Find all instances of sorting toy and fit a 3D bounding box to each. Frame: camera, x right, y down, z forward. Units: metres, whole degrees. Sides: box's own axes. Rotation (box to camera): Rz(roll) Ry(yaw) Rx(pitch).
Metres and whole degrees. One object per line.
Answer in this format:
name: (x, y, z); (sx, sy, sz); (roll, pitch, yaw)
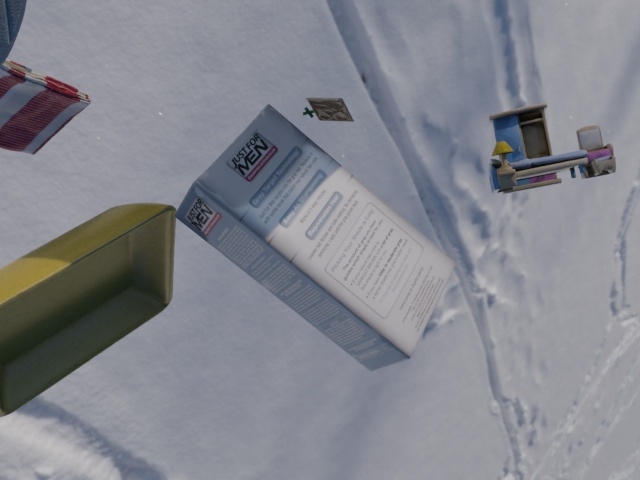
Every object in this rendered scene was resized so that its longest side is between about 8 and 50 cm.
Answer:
sorting toy: (0.003, -0.194, 0.841); (0.062, 0.083, 0.012); (44, 58, -59)

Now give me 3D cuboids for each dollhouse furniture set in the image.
dollhouse furniture set: (0.510, -0.228, 1.275); (0.303, 0.287, 0.198); (-6, 86, -74)

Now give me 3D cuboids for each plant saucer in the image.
plant saucer: (-0.382, 0.092, 0.874); (0.333, 0.081, 0.332); (-36, 162, -31)

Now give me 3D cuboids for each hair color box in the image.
hair color box: (0.000, 0.000, 0.843); (0.374, 0.113, 0.185); (40, 56, -8)

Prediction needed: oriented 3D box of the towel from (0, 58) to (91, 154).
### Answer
towel: (-0.686, -0.283, 1.208); (0.237, 0.037, 0.329); (-32, 160, 21)

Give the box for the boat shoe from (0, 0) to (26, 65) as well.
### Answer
boat shoe: (-0.257, -0.230, 0.396); (0.083, 0.076, 0.226); (-17, 136, -46)
